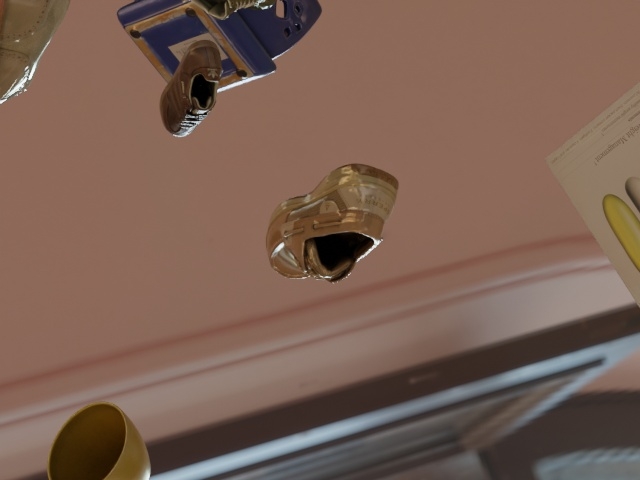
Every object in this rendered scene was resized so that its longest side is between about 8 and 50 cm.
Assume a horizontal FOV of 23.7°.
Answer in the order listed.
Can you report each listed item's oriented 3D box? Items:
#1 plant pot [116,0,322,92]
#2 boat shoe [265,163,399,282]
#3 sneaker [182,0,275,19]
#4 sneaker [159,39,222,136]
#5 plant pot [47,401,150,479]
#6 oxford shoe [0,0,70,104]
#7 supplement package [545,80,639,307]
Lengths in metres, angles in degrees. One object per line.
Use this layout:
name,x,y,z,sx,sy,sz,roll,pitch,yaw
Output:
plant pot,-0.175,-0.371,2.496,0.236,0.212,0.236,-13,-53,37
boat shoe,0.000,0.000,2.160,0.341,0.121,0.110,136,-32,-62
sneaker,-0.143,-0.364,2.285,0.064,0.192,0.086,-27,-122,38
sneaker,-0.186,-0.200,2.181,0.188,0.066,0.071,114,-31,-49
plant pot,-0.281,0.295,2.028,0.095,0.134,0.134,44,4,-44
oxford shoe,-0.351,-0.328,1.745,0.140,0.146,0.397,41,-57,21
supplement package,0.371,-0.061,1.502,0.203,0.149,0.194,58,-35,9
